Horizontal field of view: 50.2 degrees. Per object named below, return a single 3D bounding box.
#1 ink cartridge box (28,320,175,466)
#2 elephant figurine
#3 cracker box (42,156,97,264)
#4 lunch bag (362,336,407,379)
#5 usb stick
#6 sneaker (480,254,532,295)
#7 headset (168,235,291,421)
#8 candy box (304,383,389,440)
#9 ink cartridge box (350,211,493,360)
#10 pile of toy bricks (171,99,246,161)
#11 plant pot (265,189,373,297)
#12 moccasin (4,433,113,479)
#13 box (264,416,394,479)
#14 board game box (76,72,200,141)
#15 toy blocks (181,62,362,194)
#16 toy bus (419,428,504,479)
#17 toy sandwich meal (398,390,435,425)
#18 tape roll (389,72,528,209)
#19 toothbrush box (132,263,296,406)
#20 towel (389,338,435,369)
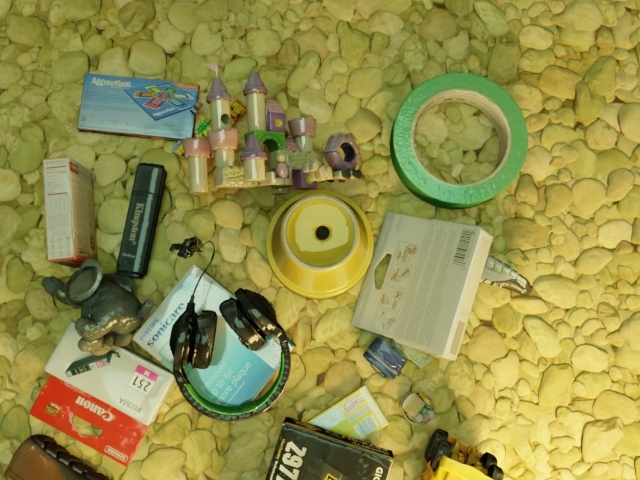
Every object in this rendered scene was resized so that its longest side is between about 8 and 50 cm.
[{"bbox_3d":[-0.505,0.352,1.563,0.275,0.060,0.239,27,82,3],"label":"ink cartridge box"},{"bbox_3d":[-0.503,0.118,1.524,0.186,0.169,0.239,-16,60,-28],"label":"elephant figurine"},{"bbox_3d":[-0.573,-0.060,1.569,0.067,0.156,0.232,-5,82,0],"label":"cracker box"},{"bbox_3d":[0.148,0.277,1.572,0.098,0.067,0.065,41,84,4],"label":"lunch bag"},{"bbox_3d":[-0.425,-0.049,1.623,0.077,0.045,0.278,9,83,3],"label":"usb stick"},{"bbox_3d":[0.367,0.094,1.598,0.228,0.086,0.132,35,88,14],"label":"sneaker"},{"bbox_3d":[-0.204,0.181,1.398,0.243,0.185,0.394,-19,92,-5],"label":"headset"},{"bbox_3d":[0.043,0.430,1.569,0.205,0.027,0.105,-31,83,-4],"label":"candy box"},{"bbox_3d":[0.229,0.095,1.570,0.261,0.066,0.296,13,82,41],"label":"ink cartridge box"},{"bbox_3d":[-0.263,-0.263,1.608,0.118,0.105,0.212,39,80,-17],"label":"pile of toy bricks"},{"bbox_3d":[0.000,0.000,1.523,0.253,0.239,0.254,0,82,-1],"label":"plant pot"},{"bbox_3d":[-0.526,0.584,1.489,0.380,0.139,0.147,32,84,4],"label":"moccasin"},{"bbox_3d":[-0.008,0.584,1.507,0.257,0.079,0.322,18,89,4],"label":"box"},{"bbox_3d":[-0.444,-0.325,1.671,0.281,0.027,0.145,6,84,0],"label":"board game box"},{"bbox_3d":[-0.112,-0.244,1.481,0.288,0.309,0.260,-1,88,-38],"label":"toy blocks"},{"bbox_3d":[0.276,0.537,1.467,0.149,0.220,0.211,27,89,6],"label":"toy bus"},{"bbox_3d":[0.225,0.386,1.576,0.085,0.029,0.086,0,82,0],"label":"toy sandwich meal"},{"bbox_3d":[0.329,-0.238,1.640,0.321,0.077,0.321,0,83,0],"label":"tape roll"},{"bbox_3d":[-0.234,0.229,1.547,0.295,0.126,0.216,39,83,6],"label":"toothbrush box"},{"bbox_3d":[0.244,0.216,1.601,0.110,0.027,0.148,37,84,4],"label":"towel"}]
